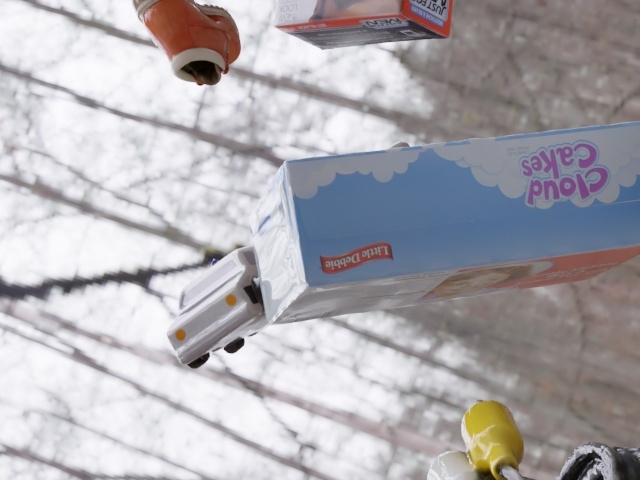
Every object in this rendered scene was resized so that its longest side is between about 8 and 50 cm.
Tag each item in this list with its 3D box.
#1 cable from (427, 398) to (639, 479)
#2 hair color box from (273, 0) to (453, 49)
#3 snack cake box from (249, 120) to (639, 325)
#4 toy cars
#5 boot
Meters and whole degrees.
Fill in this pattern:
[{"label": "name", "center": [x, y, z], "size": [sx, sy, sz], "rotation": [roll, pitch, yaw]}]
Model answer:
[{"label": "cable", "center": [0.100, 0.158, 0.767], "size": [0.287, 0.072, 0.139], "rotation": [119, 167, -85]}, {"label": "hair color box", "center": [0.032, -0.199, 0.822], "size": [0.053, 0.093, 0.167], "rotation": [15, -101, -52]}, {"label": "snack cake box", "center": [0.094, -0.011, 1.007], "size": [0.152, 0.264, 0.089], "rotation": [131, 131, -72]}, {"label": "toy cars", "center": [0.000, 0.000, 1.301], "size": [0.394, 0.087, 0.176], "rotation": [-30, -7, -33]}, {"label": "boot", "center": [-0.102, -0.161, 1.228], "size": [0.059, 0.084, 0.158], "rotation": [-33, -16, 14]}]
